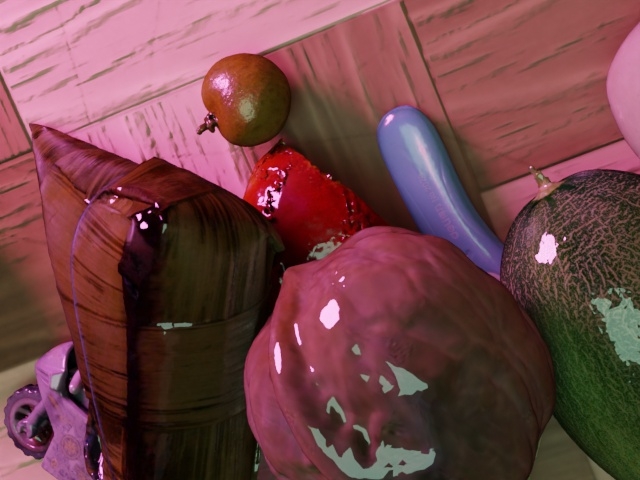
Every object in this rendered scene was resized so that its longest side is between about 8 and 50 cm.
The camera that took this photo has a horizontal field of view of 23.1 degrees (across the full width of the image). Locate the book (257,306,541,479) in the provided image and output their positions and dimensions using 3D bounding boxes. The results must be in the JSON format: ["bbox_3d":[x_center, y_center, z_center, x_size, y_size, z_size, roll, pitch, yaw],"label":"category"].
[{"bbox_3d":[0.029,0.167,1.307,0.290,0.026,0.201,18,105,7],"label":"book"}]

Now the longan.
[{"bbox_3d":[-0.064,-0.108,1.229,0.083,0.075,0.075,-30,98,-13],"label":"longan"}]

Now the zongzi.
[{"bbox_3d":[-0.158,0.059,1.240,0.300,0.138,0.286,28,120,45],"label":"zongzi"}]

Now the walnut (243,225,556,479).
[{"bbox_3d":[0.050,0.103,1.084,0.224,0.224,0.224,3,104,10],"label":"walnut"}]

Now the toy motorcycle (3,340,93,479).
[{"bbox_3d":[-0.168,0.159,1.313,0.215,0.080,0.122,24,115,19],"label":"toy motorcycle"}]

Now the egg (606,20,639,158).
[{"bbox_3d":[0.328,-0.102,1.097,0.253,0.186,0.186,5,105,8],"label":"egg"}]

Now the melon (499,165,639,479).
[{"bbox_3d":[0.235,0.063,1.158,0.182,0.182,0.287,-31,101,16],"label":"melon"}]

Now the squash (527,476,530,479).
[{"bbox_3d":[0.068,0.189,1.232,0.187,0.123,0.123,6,105,12],"label":"squash"}]

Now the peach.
[{"bbox_3d":[0.001,0.000,1.230,0.127,0.092,0.172,-25,93,6],"label":"peach"}]

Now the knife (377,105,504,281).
[{"bbox_3d":[0.114,-0.009,1.245,0.064,0.031,0.222,-30,93,20],"label":"knife"}]
